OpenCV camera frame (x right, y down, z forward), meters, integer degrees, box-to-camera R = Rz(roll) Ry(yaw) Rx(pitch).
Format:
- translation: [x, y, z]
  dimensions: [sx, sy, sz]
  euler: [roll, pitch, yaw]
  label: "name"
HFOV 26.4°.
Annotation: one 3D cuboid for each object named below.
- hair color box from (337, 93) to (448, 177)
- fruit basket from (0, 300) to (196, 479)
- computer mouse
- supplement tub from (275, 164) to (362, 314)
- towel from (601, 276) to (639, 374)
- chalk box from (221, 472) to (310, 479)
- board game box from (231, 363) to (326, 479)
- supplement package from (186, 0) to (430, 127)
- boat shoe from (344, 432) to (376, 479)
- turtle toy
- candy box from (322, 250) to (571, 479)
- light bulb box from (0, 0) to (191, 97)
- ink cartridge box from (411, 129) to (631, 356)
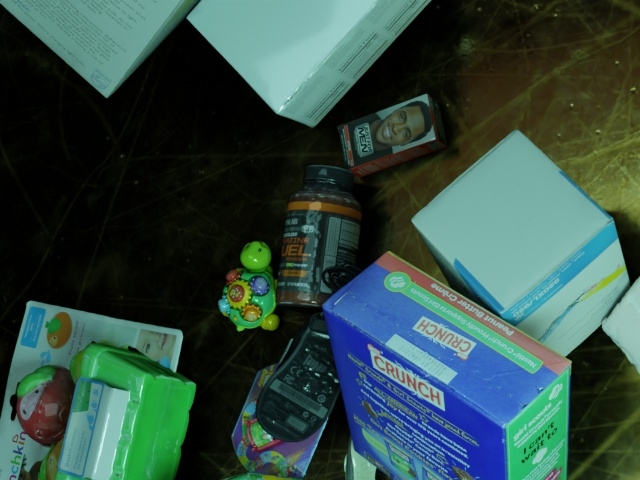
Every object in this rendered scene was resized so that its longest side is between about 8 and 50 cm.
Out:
- translation: [0.098, -0.143, 1.879]
  dimensions: [0.141, 0.043, 0.072]
  euler: [-19, 69, 24]
  label: "hair color box"
- translation: [-0.360, 0.263, 1.980]
  dimensions: [0.353, 0.165, 0.327]
  euler: [9, 83, 34]
  label: "fruit basket"
- translation: [0.039, 0.165, 1.813]
  dimensions: [0.184, 0.060, 0.262]
  euler: [26, 104, -6]
  label: "computer mouse"
- translation: [0.000, 0.000, 1.867]
  dimensions: [0.106, 0.106, 0.198]
  euler: [2, 79, 30]
  label: "supplement tub"
- translation: [0.502, 0.112, 1.517]
  dimensions: [0.332, 0.053, 0.317]
  euler: [53, 132, 28]
  label: "towel"
- translation: [-0.103, 0.382, 1.772]
  dimensions: [0.132, 0.213, 0.132]
  euler: [-22, 69, 24]
  label: "chalk box"
- translation: [-0.063, 0.250, 1.886]
  dimensions: [0.133, 0.033, 0.168]
  euler: [23, 90, 32]
  label: "board game box"
- translation: [-0.013, -0.328, 1.906]
  dimensions: [0.262, 0.145, 0.204]
  euler: [-46, 73, 12]
  label: "supplement package"
- translation: [0.054, 0.296, 1.804]
  dimensions: [0.043, 0.049, 0.137]
  euler: [156, 119, -66]
  label: "boat shoe"
- translation: [-0.099, 0.065, 1.930]
  dimensions: [0.095, 0.066, 0.130]
  euler: [14, 86, 31]
  label: "turtle toy"
- translation: [0.153, 0.199, 1.607]
  dimensions: [0.268, 0.317, 0.122]
  euler: [33, 63, 31]
  label: "candy box"
- translation: [-0.211, -0.444, 1.849]
  dimensions: [0.358, 0.225, 0.361]
  euler: [-54, 9, -35]
  label: "light bulb box"
- translation: [0.246, 0.022, 1.629]
  dimensions: [0.168, 0.232, 0.171]
  euler: [-41, 60, -2]
  label: "ink cartridge box"
